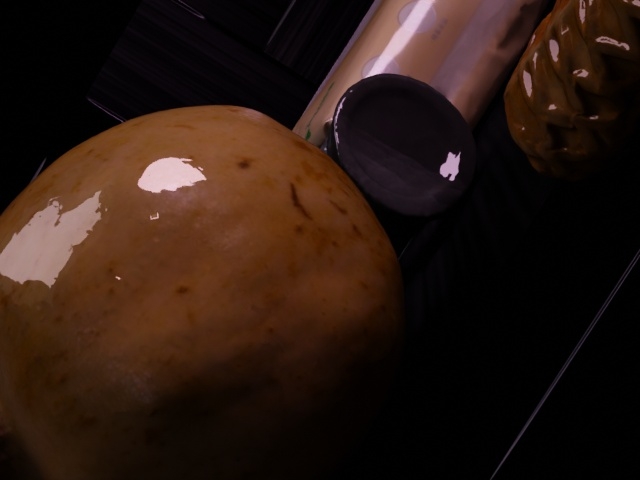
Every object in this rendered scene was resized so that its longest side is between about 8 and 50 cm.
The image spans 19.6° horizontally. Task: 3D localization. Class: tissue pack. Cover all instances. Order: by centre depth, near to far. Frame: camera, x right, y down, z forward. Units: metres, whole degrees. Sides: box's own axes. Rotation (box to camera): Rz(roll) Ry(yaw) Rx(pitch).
[{"bbox_3d":[0.058,-0.102,1.114,0.222,0.090,0.186,-60,5,-21],"label":"tissue pack"}]

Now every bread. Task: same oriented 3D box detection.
[{"bbox_3d":[0.088,-0.061,0.487,0.052,0.044,0.157,-66,4,-24],"label":"bread"}]

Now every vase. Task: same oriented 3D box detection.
[{"bbox_3d":[0.000,0.000,0.987,0.115,0.115,0.237,-60,7,-33],"label":"vase"}]

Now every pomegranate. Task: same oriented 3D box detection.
[{"bbox_3d":[-0.062,0.043,0.709,0.196,0.196,0.196,-58,2,4],"label":"pomegranate"}]
